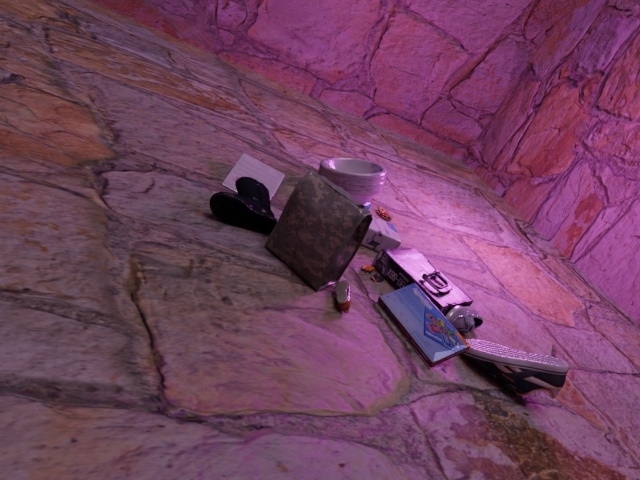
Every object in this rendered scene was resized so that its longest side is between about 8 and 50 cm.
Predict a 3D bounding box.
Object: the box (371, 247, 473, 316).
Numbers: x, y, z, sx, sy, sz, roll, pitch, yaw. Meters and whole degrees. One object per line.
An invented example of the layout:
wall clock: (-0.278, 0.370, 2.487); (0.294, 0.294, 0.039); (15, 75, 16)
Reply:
box: (0.364, 0.151, 1.927); (0.242, 0.076, 0.307); (0, 38, -49)

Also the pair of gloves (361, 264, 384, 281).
pair of gloves: (0.182, 0.113, 1.872); (0.083, 0.010, 0.074); (45, 28, 27)

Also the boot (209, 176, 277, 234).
boot: (-0.256, -0.133, 1.737); (0.246, 0.094, 0.207); (23, 28, -34)

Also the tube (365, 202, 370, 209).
tube: (0.139, -0.136, 2.264); (0.080, 0.052, 0.207); (28, 26, 26)

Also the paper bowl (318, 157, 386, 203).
paper bowl: (0.129, -0.247, 2.274); (0.284, 0.148, 0.284); (7, 22, -3)

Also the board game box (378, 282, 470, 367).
board game box: (0.313, 0.252, 1.662); (0.145, 0.027, 0.281); (-18, 47, -22)

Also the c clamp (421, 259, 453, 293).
c clamp: (0.398, 0.133, 1.885); (0.137, 0.022, 0.160); (43, 25, 15)

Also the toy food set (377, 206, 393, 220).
toy food set: (0.291, -0.118, 2.425); (0.082, 0.020, 0.083); (28, 24, -7)

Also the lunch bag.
lunch bag: (0.005, -0.039, 1.627); (0.235, 0.287, 0.169); (39, 26, 19)

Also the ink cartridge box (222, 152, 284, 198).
ink cartridge box: (-0.248, -0.209, 1.977); (0.181, 0.056, 0.225); (28, 43, -6)

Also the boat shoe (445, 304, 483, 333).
boat shoe: (0.491, 0.272, 1.836); (0.081, 0.079, 0.227); (41, 23, 32)

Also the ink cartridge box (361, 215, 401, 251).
ink cartridge box: (0.202, -0.033, 2.086); (0.190, 0.082, 0.140); (21, 25, -17)

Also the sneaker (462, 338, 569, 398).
sneaker: (0.582, 0.400, 1.666); (0.321, 0.128, 0.126); (12, 12, 20)

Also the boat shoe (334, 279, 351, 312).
boat shoe: (0.070, 0.164, 1.611); (0.137, 0.049, 0.043); (-91, 161, -65)
